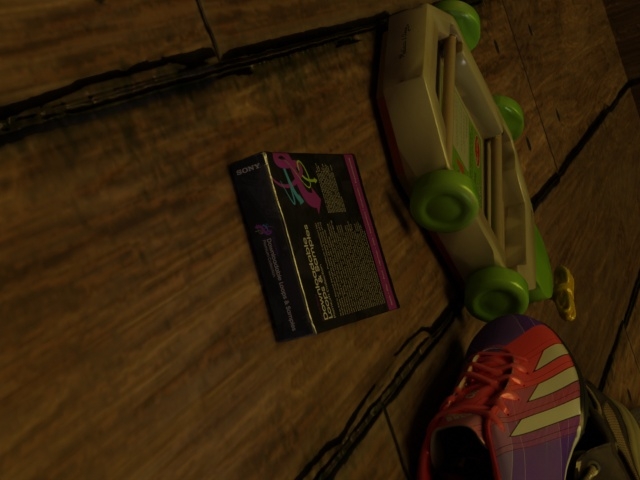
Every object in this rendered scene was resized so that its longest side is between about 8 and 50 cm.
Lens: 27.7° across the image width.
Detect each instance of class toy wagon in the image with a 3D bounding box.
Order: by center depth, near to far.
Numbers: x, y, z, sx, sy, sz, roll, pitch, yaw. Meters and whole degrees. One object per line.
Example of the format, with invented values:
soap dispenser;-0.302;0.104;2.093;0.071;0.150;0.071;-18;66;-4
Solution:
toy wagon;0.149;-0.047;1.194;0.344;0.068;0.267;58;27;-36

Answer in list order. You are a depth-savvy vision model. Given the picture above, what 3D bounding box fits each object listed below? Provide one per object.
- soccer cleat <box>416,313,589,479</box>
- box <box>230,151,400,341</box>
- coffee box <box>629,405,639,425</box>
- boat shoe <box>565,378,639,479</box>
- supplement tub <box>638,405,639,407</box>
soccer cleat;0.129;0.143;0.967;0.116;0.108;0.318;52;30;-25
box;0.000;0.000;0.851;0.162;0.029;0.116;-6;80;-69
coffee box;0.535;0.342;1.387;0.338;0.337;0.334;52;15;-45
boat shoe;0.216;0.236;1.081;0.130;0.132;0.355;43;19;-24
supplement tub;0.471;0.255;1.700;0.198;0.106;0.106;17;59;-64
